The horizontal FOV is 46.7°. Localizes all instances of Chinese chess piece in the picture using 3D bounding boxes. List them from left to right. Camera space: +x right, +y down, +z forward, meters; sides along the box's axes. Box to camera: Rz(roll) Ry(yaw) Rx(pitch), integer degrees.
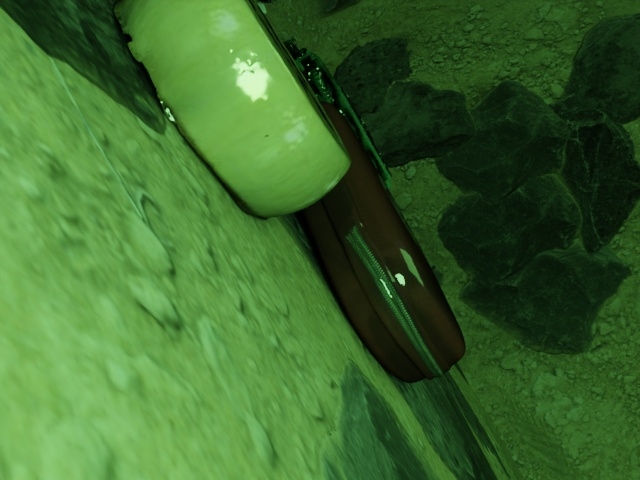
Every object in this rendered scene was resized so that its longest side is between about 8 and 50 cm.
[{"bbox_3d":[-0.074,-0.143,0.681,0.257,0.104,0.257,56,7,-11],"label":"Chinese chess piece"}]

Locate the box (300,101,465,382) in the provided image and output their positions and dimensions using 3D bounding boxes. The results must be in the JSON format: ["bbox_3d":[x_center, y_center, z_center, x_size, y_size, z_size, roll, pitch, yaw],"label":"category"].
[{"bbox_3d":[0.060,-0.006,0.965,0.263,0.108,0.404,51,12,-49],"label":"box"}]

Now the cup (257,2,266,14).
[{"bbox_3d":[-0.135,-0.331,1.103,0.116,0.104,0.074,-38,112,-80],"label":"cup"}]

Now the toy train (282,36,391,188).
[{"bbox_3d":[-0.009,-0.195,1.269,0.330,0.138,0.178,54,3,-36],"label":"toy train"}]

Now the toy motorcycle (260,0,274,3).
[{"bbox_3d":[-0.205,-0.477,1.105,0.340,0.108,0.223,43,-8,-22],"label":"toy motorcycle"}]
